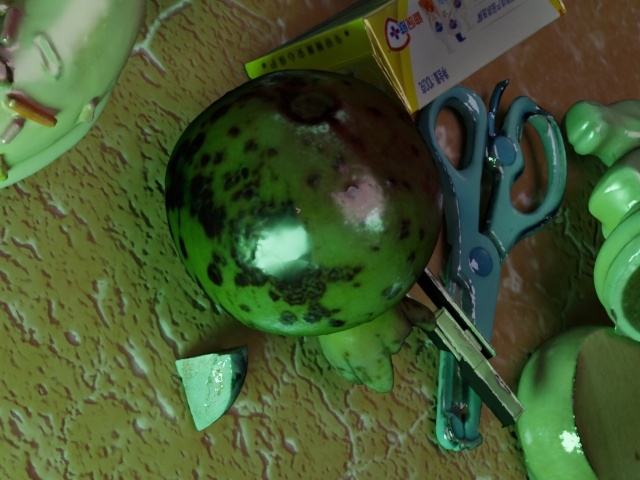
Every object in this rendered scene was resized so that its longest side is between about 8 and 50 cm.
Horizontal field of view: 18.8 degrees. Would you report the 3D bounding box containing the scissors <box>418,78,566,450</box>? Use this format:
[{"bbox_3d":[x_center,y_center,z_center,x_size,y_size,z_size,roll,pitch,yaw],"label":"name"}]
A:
[{"bbox_3d":[0.154,0.019,1.874,0.180,0.032,0.393,21,64,-27],"label":"scissors"}]

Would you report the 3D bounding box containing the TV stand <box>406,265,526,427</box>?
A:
[{"bbox_3d":[0.103,0.068,1.783,0.249,0.036,0.042,51,57,-4],"label":"TV stand"}]

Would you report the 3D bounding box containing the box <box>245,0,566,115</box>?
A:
[{"bbox_3d":[0.082,-0.187,1.790,0.265,0.168,0.097,-36,104,-43],"label":"box"}]

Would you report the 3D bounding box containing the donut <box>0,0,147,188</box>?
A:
[{"bbox_3d":[-0.296,-0.219,1.425,0.383,0.142,0.382,3,82,-24],"label":"donut"}]

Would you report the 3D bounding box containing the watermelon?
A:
[{"bbox_3d":[-0.092,0.109,1.619,0.061,0.085,0.085,16,61,1],"label":"watermelon"}]

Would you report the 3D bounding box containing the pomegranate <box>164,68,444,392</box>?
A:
[{"bbox_3d":[-0.008,-0.014,1.648,0.306,0.242,0.242,71,26,-62],"label":"pomegranate"}]

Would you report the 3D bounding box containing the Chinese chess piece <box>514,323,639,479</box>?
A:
[{"bbox_3d":[0.273,0.176,1.900,0.188,0.083,0.188,17,64,-40],"label":"Chinese chess piece"}]

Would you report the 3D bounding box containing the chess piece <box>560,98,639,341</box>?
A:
[{"bbox_3d":[0.335,-0.047,1.960,0.176,0.176,0.298,31,30,-30],"label":"chess piece"}]
